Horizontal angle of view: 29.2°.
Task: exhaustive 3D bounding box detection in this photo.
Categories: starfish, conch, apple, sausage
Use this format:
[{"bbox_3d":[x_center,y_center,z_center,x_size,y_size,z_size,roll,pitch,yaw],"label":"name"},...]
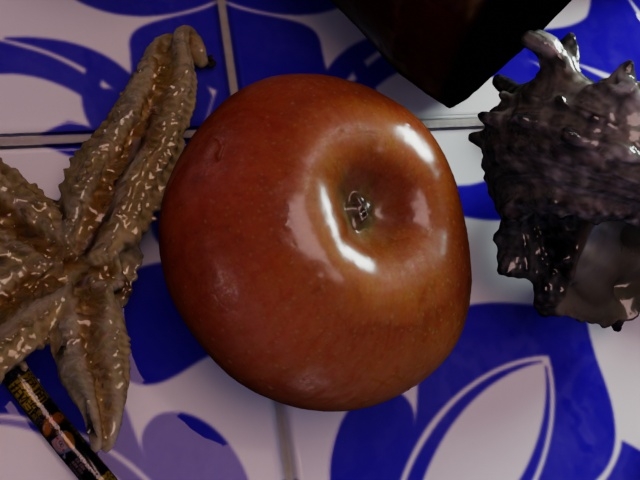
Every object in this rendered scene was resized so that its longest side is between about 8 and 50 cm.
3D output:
[{"bbox_3d":[-0.262,-0.020,1.005,0.323,0.082,0.432,6,62,-6],"label":"starfish"},{"bbox_3d":[0.256,-0.051,1.059,0.240,0.313,0.186,3,45,30],"label":"conch"},{"bbox_3d":[0.000,0.000,0.985,0.251,0.206,0.272,7,72,-36],"label":"apple"},{"bbox_3d":[-0.216,0.147,0.993,0.028,0.025,0.198,-40,86,21],"label":"sausage"}]

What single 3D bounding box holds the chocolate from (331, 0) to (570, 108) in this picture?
[{"bbox_3d":[0.124,-0.348,1.081,0.383,0.384,0.331,-41,85,-24],"label":"chocolate"}]
